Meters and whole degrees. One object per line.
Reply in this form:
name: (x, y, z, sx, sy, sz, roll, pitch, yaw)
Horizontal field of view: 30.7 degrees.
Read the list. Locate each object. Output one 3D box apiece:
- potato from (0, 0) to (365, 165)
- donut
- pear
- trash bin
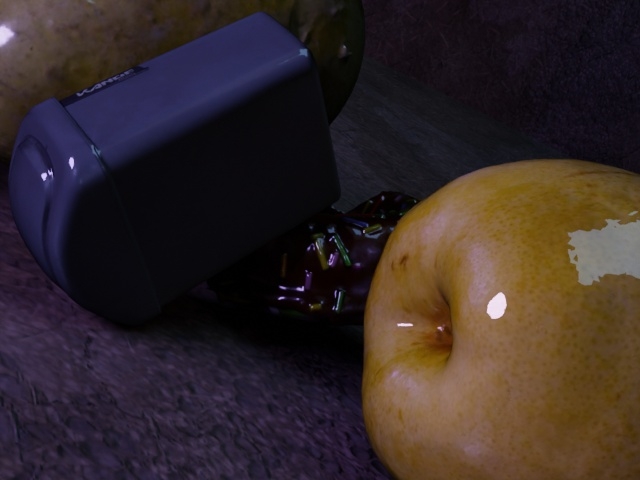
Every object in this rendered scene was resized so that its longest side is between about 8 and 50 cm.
potato: (-0.141, -0.153, 0.989, 0.359, 0.269, 0.219, -19, 52, -27)
donut: (0.001, 0.001, 1.034, 0.230, 0.095, 0.216, 18, 19, 33)
pear: (0.181, 0.091, 0.841, 0.314, 0.314, 0.314, 28, 17, -9)
trash bin: (-0.109, -0.048, 0.866, 0.101, 0.236, 0.176, 45, -22, 42)
